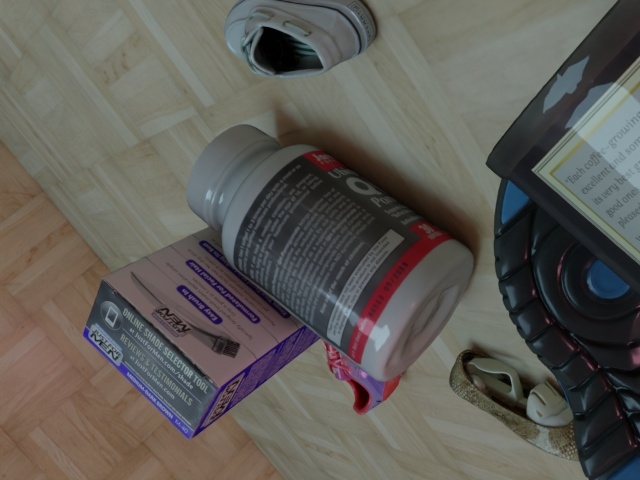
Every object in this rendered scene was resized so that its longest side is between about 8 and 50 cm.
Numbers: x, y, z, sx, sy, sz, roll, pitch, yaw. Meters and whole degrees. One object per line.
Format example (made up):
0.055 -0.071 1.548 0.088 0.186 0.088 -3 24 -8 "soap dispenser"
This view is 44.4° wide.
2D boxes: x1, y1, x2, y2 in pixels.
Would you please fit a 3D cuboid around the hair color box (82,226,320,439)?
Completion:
-0.102 0.077 0.988 0.185 0.339 0.110 40 125 15 "hair color box"

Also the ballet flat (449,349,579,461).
0.240 0.191 0.940 0.206 0.073 0.067 23 133 37 "ballet flat"

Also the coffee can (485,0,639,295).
0.254 -0.024 0.398 0.275 0.201 0.201 43 156 8 "coffee can"

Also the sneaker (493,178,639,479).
0.232 0.064 0.666 0.125 0.139 0.341 -14 101 20 "sneaker"

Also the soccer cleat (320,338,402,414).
0.034 0.153 1.185 0.083 0.095 0.248 5 134 57 "soccer cleat"

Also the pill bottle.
0.000 0.000 0.898 0.318 0.176 0.176 36 154 22 "pill bottle"

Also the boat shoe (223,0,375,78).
-0.046 -0.202 0.780 0.226 0.076 0.083 11 138 54 "boat shoe"
